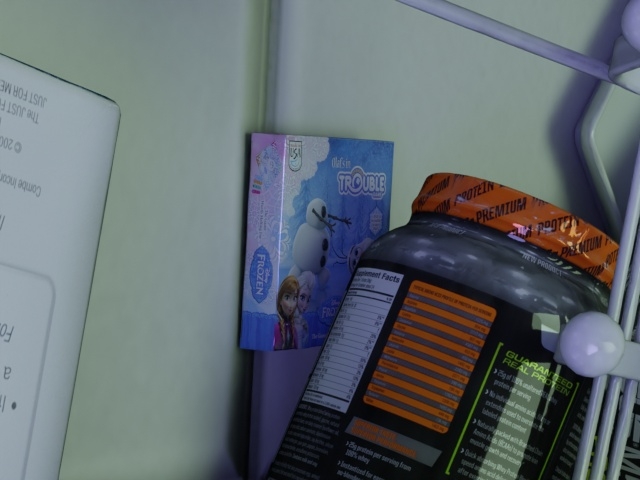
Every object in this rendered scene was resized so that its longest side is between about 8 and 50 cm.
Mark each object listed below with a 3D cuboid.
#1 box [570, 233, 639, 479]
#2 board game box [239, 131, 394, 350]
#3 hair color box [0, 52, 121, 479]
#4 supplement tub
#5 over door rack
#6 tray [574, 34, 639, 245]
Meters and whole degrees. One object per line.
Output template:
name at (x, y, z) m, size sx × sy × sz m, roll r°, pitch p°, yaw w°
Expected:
box at (0.219, 0.058, 1.045) m, size 0.270 × 0.060 × 0.216 m, roll -49°, pitch 148°, yaw -44°
board game box at (0.000, 0.000, 0.781) m, size 0.090 × 0.020 × 0.090 m, roll -2°, pitch 95°, yaw -58°
hair color box at (-0.165, 0.110, 0.455) m, size 0.174 × 0.105 × 0.347 m, roll 21°, pitch 75°, yaw -58°
supplement tub at (0.049, 0.076, 0.750) m, size 0.117 × 0.117 × 0.190 m, roll 36°, pitch 75°, yaw -53°
over door rack at (0.030, 0.023, 0.612) m, size 0.324 × 0.108 × 0.240 m, roll 14°, pitch 85°, yaw -27°
tray at (0.212, -0.101, 1.093) m, size 0.270 × 0.030 × 0.145 m, roll -59°, pitch 138°, yaw -35°
